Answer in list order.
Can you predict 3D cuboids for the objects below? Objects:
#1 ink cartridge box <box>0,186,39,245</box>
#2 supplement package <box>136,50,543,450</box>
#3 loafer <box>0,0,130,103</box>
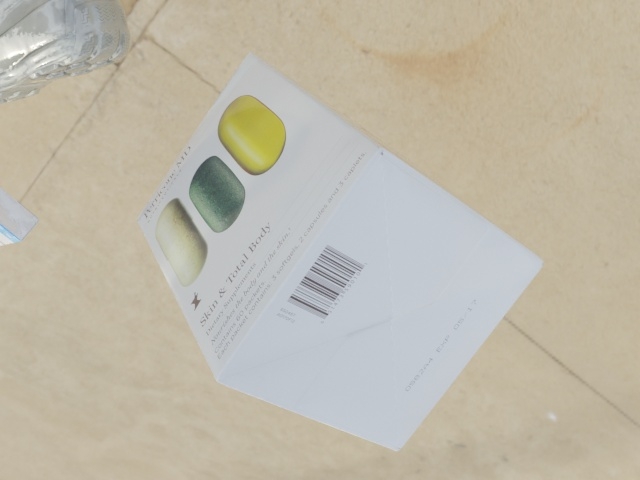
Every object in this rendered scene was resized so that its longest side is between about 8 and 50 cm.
[{"bbox_3d":[-0.646,-0.044,1.541,0.180,0.060,0.104,-8,135,49],"label":"ink cartridge box"},{"bbox_3d":[0.000,0.000,0.672,0.198,0.263,0.199,30,101,-35],"label":"supplement package"},{"bbox_3d":[-0.320,-0.205,0.794,0.319,0.112,0.112,-9,98,33],"label":"loafer"}]
